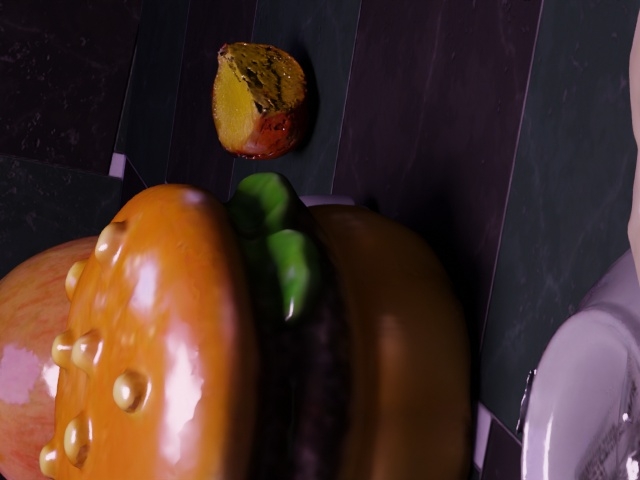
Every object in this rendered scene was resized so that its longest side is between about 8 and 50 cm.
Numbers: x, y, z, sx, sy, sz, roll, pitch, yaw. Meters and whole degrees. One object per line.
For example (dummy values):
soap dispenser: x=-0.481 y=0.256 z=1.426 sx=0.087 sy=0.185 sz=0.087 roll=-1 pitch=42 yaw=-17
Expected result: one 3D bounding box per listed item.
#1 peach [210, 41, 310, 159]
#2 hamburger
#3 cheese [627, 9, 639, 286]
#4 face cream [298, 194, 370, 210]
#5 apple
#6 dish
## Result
peach: x=-0.059 y=-0.153 z=1.944 sx=0.172 sy=0.092 sz=0.127 roll=-154 pitch=65 yaw=-62
hamburger: x=-0.071 y=0.139 z=1.437 sx=0.396 sy=0.277 sz=0.395 roll=-174 pitch=90 yaw=-66
cheese: x=0.228 y=-0.026 z=0.686 sx=0.248 sy=0.174 sz=0.251 roll=102 pitch=151 yaw=-42
face cream: x=0.000 y=0.000 z=1.655 sx=0.091 sy=0.095 sz=0.091 roll=-175 pitch=90 yaw=-74
apple: x=-0.254 y=0.166 z=2.095 sx=0.364 sy=0.364 sz=0.364 roll=-174 pitch=90 yaw=-75
dish: x=0.179 y=0.123 z=0.931 sx=0.316 sy=0.106 sz=0.316 roll=-174 pitch=90 yaw=-74
